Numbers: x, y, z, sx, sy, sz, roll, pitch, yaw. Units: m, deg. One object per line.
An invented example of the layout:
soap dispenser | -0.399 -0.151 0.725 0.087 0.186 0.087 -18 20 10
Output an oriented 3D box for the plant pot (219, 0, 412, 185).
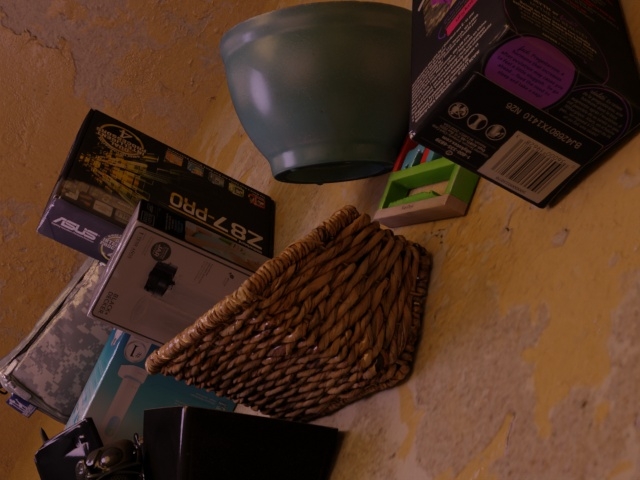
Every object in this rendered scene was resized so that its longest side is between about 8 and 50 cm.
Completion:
plant pot | 0.012 -0.186 1.215 0.293 0.293 0.196 164 102 -66

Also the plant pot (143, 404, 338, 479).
plant pot | -0.108 0.291 1.019 0.188 0.187 0.167 -27 54 61

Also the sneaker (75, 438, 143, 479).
sneaker | -0.232 0.303 0.986 0.227 0.087 0.130 172 90 -69

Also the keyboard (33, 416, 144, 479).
keyboard | -0.288 0.404 1.257 0.201 0.317 0.033 -31 -16 16

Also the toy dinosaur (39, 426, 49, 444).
toy dinosaur | -0.379 0.448 1.489 0.121 0.313 0.160 -26 9 21

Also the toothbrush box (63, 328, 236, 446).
toothbrush box | -0.281 0.294 1.405 0.295 0.216 0.126 -66 18 -2

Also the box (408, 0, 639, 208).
box | 0.191 -0.192 0.849 0.143 0.165 0.270 -47 24 40

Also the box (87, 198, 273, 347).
box | -0.165 0.082 1.255 0.169 0.290 0.087 -60 17 17

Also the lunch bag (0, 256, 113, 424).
lunch bag | -0.389 0.185 1.531 0.305 0.256 0.212 -52 38 -7

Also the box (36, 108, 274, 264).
box | -0.273 -0.046 1.550 0.097 0.395 0.318 -52 21 30

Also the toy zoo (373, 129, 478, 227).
toy zoo | 0.168 -0.159 1.082 0.192 0.030 0.293 -11 55 68

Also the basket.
basket | -0.041 0.069 1.044 0.299 0.223 0.213 -38 31 54
